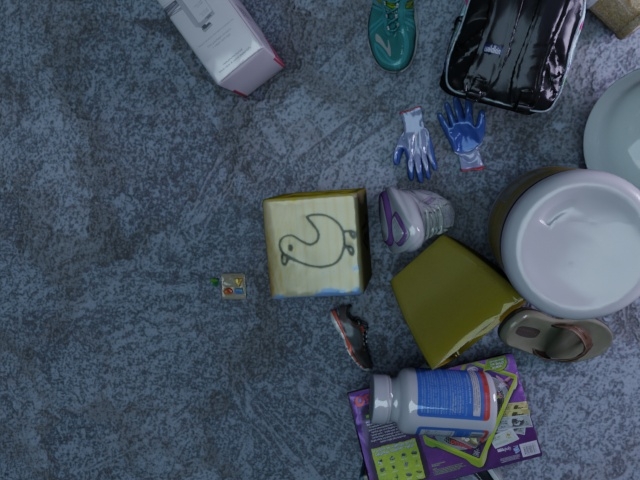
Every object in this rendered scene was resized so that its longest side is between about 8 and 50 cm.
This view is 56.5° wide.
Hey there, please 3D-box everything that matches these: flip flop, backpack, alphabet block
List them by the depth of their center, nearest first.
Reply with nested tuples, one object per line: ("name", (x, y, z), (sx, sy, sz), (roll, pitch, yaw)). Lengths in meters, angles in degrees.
("backpack", (0.354, -0.374, 1.098), (0.225, 0.191, 0.253), (15, 108, 5))
("flip flop", (0.472, 0.196, 1.172), (0.277, 0.080, 0.112), (15, 109, -27))
("alphabet block", (0.000, 0.000, 1.215), (0.193, 0.193, 0.197), (-4, 97, 9))

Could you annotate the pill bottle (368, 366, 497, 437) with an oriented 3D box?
("pill bottle", (0.206, 0.302, 1.121), (0.222, 0.124, 0.124), (4, 99, -1))

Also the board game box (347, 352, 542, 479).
("board game box", (0.245, 0.366, 1.194), (0.347, 0.056, 0.208), (-12, 83, -4))

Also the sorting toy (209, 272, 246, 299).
("sorting toy", (-0.211, 0.105, 1.357), (0.083, 0.012, 0.061), (-1, 98, 10))

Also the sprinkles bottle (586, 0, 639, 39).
("sprinkles bottle", (0.470, -0.530, 1.091), (0.355, 0.121, 0.121), (44, 103, 1))

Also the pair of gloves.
("pair of gloves", (0.244, -0.207, 1.229), (0.198, 0.023, 0.159), (-11, 96, 10))

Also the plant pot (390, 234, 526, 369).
("plant pot", (0.264, 0.108, 1.181), (0.212, 0.212, 0.187), (-44, 70, 15))

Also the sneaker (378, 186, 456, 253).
("sneaker", (0.186, -0.053, 1.120), (0.152, 0.305, 0.114), (-1, 104, 5))

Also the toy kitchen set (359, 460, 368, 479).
("toy kitchen set", (0.128, 0.562, 1.287), (0.122, 0.166, 0.207), (-19, 94, 12))

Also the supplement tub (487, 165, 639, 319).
("supplement tub", (0.429, -0.011, 1.067), (0.241, 0.331, 0.240), (1, 99, 10))

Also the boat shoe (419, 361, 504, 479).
("boat shoe", (0.278, 0.407, 1.273), (0.091, 0.114, 0.302), (-36, 79, 12))

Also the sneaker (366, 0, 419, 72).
("sneaker", (0.140, -0.470, 1.163), (0.107, 0.110, 0.275), (1, 99, 9))

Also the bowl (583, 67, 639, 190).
("bowl", (0.648, -0.183, 1.076), (0.298, 0.134, 0.297), (30, 133, 39))

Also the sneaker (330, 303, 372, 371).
("sneaker", (0.082, 0.210, 1.300), (0.065, 0.061, 0.157), (-30, 93, 6))

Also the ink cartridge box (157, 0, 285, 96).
("ink cartridge box", (-0.211, -0.441, 1.178), (0.117, 0.207, 0.283), (-35, 91, 11))
